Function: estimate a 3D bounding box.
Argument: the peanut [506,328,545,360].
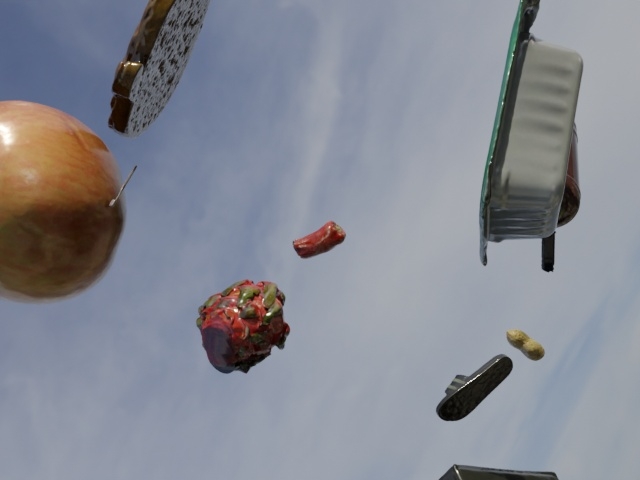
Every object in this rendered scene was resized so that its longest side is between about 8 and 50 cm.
[{"bbox_3d":[0.508,0.258,2.233,0.054,0.113,0.054,-55,5,7],"label":"peanut"}]

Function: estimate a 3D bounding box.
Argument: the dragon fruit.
[{"bbox_3d":[-0.131,0.146,1.595,0.172,0.160,0.166,-31,-19,-48],"label":"dragon fruit"}]

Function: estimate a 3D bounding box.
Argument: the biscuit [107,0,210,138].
[{"bbox_3d":[-0.334,-0.376,1.794,0.394,0.070,0.350,-61,0,29],"label":"biscuit"}]

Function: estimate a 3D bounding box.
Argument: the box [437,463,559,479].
[{"bbox_3d":[0.343,0.609,1.801,0.345,0.204,0.251,16,-56,-38],"label":"box"}]

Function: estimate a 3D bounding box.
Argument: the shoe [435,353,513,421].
[{"bbox_3d":[0.289,0.278,1.729,0.179,0.049,0.071,-38,-56,-9],"label":"shoe"}]

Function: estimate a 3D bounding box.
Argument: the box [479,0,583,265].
[{"bbox_3d":[0.302,-0.142,1.274,0.264,0.106,0.336,64,-143,-67],"label":"box"}]

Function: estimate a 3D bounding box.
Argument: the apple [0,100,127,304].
[{"bbox_3d":[-0.564,-0.068,1.765,0.347,0.391,0.391,13,-76,-39],"label":"apple"}]

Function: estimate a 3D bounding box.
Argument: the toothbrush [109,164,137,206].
[{"bbox_3d":[-0.374,-0.103,1.705,0.097,0.008,0.006,-63,-24,-22],"label":"toothbrush"}]

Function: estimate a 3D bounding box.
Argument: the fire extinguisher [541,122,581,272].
[{"bbox_3d":[0.381,-0.086,1.507,0.344,0.102,0.138,-73,-19,-50],"label":"fire extinguisher"}]

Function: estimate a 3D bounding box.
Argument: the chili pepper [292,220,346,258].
[{"bbox_3d":[0.000,0.000,2.184,0.123,0.070,0.073,-25,-40,19],"label":"chili pepper"}]
